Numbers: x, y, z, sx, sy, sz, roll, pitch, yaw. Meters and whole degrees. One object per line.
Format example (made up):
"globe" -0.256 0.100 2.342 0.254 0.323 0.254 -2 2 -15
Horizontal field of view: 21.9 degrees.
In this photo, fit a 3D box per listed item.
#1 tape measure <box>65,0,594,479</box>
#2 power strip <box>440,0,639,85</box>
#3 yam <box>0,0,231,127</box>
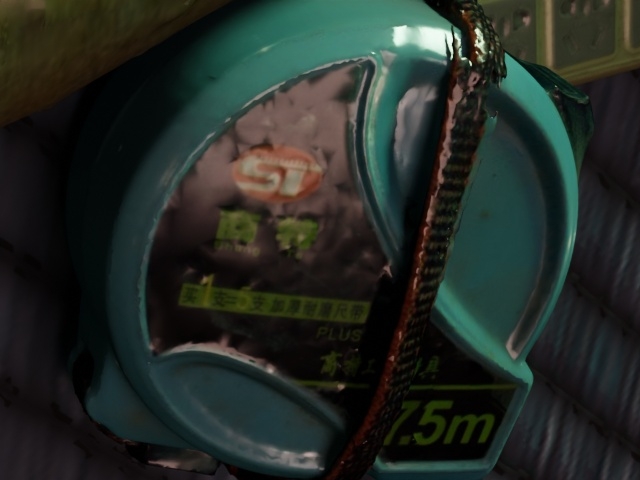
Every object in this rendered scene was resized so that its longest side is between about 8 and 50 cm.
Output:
"tape measure" 0.000 0.000 0.422 0.125 0.081 0.146 8 110 -25
"power strip" 0.095 -0.089 0.493 0.169 0.028 0.076 -18 116 -29
"yam" -0.122 -0.034 0.334 0.371 0.083 0.083 -33 123 -22
